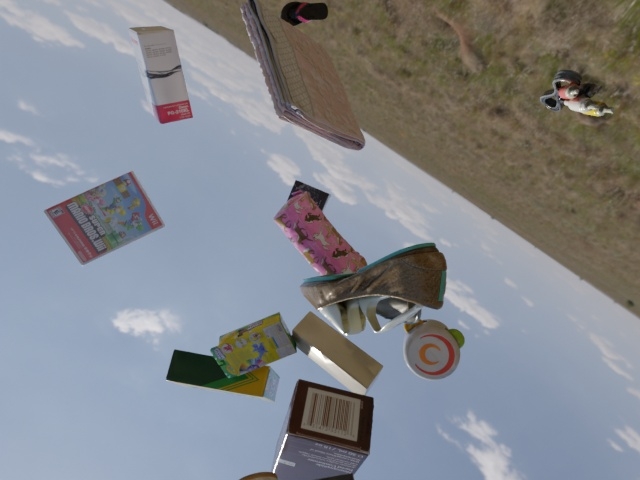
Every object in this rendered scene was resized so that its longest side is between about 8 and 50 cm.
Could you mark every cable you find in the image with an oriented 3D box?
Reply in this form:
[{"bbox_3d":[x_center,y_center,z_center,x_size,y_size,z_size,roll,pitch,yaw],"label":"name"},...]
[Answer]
[{"bbox_3d":[0.602,-0.357,1.073,0.139,0.072,0.287,29,-169,-6],"label":"cable"}]

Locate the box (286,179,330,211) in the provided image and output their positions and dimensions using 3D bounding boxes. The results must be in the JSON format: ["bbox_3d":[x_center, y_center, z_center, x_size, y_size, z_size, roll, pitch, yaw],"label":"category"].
[{"bbox_3d":[-0.059,-0.158,1.832,0.158,0.156,0.093,23,-173,4],"label":"box"}]

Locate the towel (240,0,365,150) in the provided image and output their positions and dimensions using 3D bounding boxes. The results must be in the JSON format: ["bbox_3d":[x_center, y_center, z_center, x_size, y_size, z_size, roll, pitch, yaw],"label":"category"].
[{"bbox_3d":[-0.031,-0.396,1.041,0.317,0.053,0.332,6,-120,-54],"label":"towel"}]

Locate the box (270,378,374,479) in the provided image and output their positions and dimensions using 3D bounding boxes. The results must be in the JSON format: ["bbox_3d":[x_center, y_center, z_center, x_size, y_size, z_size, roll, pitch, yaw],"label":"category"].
[{"bbox_3d":[-0.010,0.515,1.072,0.191,0.381,0.143,14,-135,0],"label":"box"}]

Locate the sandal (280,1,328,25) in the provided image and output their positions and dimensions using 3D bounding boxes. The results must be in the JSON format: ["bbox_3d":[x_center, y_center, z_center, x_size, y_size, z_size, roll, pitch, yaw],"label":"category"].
[{"bbox_3d":[-0.046,-0.723,1.352,0.179,0.067,0.040,-23,-147,-25],"label":"sandal"}]

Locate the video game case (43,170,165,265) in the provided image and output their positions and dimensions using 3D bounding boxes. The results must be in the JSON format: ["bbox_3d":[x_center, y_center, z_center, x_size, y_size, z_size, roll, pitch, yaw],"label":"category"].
[{"bbox_3d":[-0.675,-0.070,1.352,0.204,0.285,0.025,67,170,-23],"label":"video game case"}]

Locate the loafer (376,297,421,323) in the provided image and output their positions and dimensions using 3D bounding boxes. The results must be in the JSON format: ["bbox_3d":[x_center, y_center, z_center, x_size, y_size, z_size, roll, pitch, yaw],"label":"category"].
[{"bbox_3d":[0.171,0.166,1.100,0.087,0.094,0.251,2,173,-21],"label":"loafer"}]

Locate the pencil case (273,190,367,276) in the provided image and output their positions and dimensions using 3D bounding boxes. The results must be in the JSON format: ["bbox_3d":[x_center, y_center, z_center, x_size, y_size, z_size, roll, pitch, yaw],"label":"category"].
[{"bbox_3d":[0.000,0.000,1.557,0.386,0.160,0.167,48,-161,-11],"label":"pencil case"}]

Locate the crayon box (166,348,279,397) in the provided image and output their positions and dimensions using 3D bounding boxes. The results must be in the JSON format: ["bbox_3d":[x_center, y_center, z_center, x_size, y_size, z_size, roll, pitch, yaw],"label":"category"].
[{"bbox_3d":[-0.317,0.478,1.485,0.313,0.106,0.363,8,158,3],"label":"crayon box"}]

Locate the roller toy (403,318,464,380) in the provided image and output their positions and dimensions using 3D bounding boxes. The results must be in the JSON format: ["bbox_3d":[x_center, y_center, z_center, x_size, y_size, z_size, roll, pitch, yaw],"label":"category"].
[{"bbox_3d":[0.389,0.382,1.517,0.209,0.191,0.146,12,-174,9],"label":"roller toy"}]

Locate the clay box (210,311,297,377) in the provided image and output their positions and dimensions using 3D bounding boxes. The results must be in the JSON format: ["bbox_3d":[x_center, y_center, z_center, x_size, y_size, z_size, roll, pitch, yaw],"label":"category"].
[{"bbox_3d":[-0.195,0.308,1.247,0.053,0.222,0.127,-103,-10,-66],"label":"clay box"}]

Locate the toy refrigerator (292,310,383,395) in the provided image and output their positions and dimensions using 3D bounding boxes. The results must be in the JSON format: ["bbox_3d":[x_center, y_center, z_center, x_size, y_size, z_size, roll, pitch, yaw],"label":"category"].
[{"bbox_3d":[0.047,0.333,1.260,0.269,0.102,0.094,33,-122,20],"label":"toy refrigerator"}]

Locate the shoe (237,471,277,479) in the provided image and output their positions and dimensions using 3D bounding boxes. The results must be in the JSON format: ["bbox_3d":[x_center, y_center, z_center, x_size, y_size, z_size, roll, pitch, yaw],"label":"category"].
[{"bbox_3d":[-0.198,0.591,0.963,0.219,0.076,0.058,-18,-139,-9],"label":"shoe"}]

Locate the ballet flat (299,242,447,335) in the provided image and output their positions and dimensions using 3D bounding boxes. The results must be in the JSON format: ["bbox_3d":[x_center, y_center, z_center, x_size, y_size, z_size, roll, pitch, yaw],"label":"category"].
[{"bbox_3d":[0.079,0.100,0.748,0.116,0.342,0.124,0,-104,-41],"label":"ballet flat"}]

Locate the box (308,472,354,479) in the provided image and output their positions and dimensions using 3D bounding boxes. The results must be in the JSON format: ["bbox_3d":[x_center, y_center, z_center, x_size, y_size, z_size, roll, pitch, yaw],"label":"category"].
[{"bbox_3d":[-0.025,0.444,0.569,0.183,0.056,0.231,-10,-155,0],"label":"box"}]

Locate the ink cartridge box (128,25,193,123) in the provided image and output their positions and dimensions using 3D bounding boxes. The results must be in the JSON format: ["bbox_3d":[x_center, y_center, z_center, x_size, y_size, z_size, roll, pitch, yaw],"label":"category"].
[{"bbox_3d":[-0.456,-0.477,1.220,0.100,0.237,0.172,-19,-145,-22],"label":"ink cartridge box"}]
